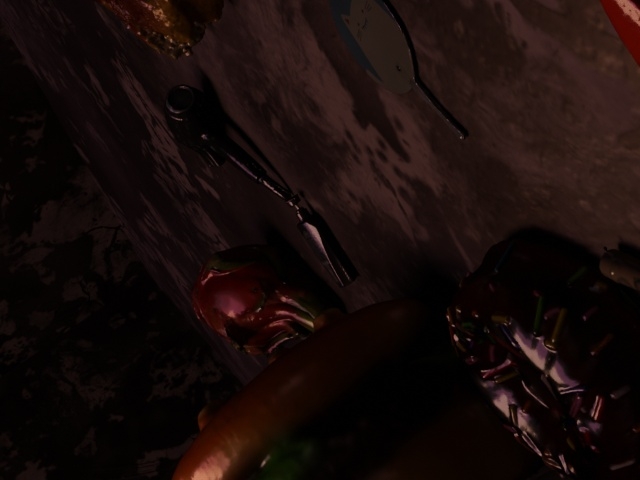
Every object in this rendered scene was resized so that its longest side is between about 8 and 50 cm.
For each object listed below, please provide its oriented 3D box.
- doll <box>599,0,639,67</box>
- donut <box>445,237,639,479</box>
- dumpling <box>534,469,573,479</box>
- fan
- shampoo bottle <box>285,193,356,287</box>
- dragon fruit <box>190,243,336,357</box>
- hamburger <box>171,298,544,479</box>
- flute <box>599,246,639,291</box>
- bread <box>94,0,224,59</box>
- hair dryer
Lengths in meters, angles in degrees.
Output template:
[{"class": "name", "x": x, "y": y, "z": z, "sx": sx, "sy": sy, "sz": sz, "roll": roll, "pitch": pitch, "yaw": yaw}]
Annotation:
[{"class": "doll", "x": 0.194, "y": -0.062, "z": 0.460, "sx": 0.109, "sy": 0.057, "sz": 0.169, "roll": 28, "pitch": 149, "yaw": 56}, {"class": "donut", "x": 0.196, "y": 0.108, "z": 0.789, "sx": 0.235, "sy": 0.089, "sz": 0.235, "roll": 48, "pitch": 163, "yaw": 20}, {"class": "dumpling", "x": 0.232, "y": 0.327, "z": 0.910, "sx": 0.175, "sy": 0.227, "sz": 0.243, "roll": 45, "pitch": 173, "yaw": 17}, {"class": "fan", "x": 0.061, "y": -0.146, "z": 0.789, "sx": 0.175, "sy": 0.005, "sz": 0.113, "roll": 50, "pitch": 165, "yaw": 13}, {"class": "shampoo bottle", "x": 0.000, "y": 0.000, "z": 1.271, "sx": 0.137, "sy": 0.027, "sz": 0.048, "roll": 56, "pitch": 152, "yaw": -7}, {"class": "dragon fruit", "x": -0.087, "y": 0.108, "z": 1.524, "sx": 0.269, "sy": 0.198, "sz": 0.200, "roll": 33, "pitch": 147, "yaw": 20}, {"class": "hamburger", "x": 0.038, "y": 0.236, "z": 1.059, "sx": 0.277, "sy": 0.396, "sz": 0.395, "roll": 50, "pitch": 165, "yaw": 16}, {"class": "flute", "x": 0.256, "y": 0.049, "z": 0.585, "sx": 0.233, "sy": 0.027, "sz": 0.027, "roll": 31, "pitch": 153, "yaw": 56}, {"class": "bread", "x": -0.239, "y": -0.323, "z": 1.132, "sx": 0.380, "sy": 0.109, "sz": 0.185, "roll": 42, "pitch": 161, "yaw": 35}, {"class": "hair dryer", "x": -0.119, "y": -0.114, "z": 1.348, "sx": 0.219, "sy": 0.075, "sz": 0.195, "roll": 40, "pitch": 171, "yaw": 21}]
